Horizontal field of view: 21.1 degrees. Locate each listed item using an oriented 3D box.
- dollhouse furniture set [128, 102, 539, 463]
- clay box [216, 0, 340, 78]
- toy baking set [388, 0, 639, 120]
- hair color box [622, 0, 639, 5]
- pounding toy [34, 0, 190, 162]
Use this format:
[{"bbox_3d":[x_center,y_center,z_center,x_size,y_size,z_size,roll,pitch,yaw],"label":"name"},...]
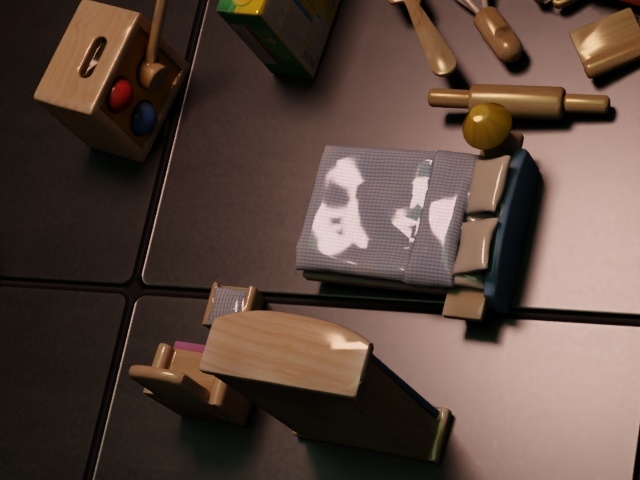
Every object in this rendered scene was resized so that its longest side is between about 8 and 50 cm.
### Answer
[{"bbox_3d":[0.000,0.000,1.440,0.286,0.198,0.303,7,71,26],"label":"dollhouse furniture set"},{"bbox_3d":[-0.017,-0.280,1.612,0.053,0.127,0.222,9,71,28],"label":"clay box"},{"bbox_3d":[0.171,-0.193,1.551,0.256,0.030,0.196,0,62,17],"label":"toy baking set"},{"bbox_3d":[0.301,-0.239,1.492,0.141,0.043,0.072,19,69,24],"label":"hair color box"},{"bbox_3d":[-0.184,-0.166,1.633,0.100,0.130,0.141,18,76,29],"label":"pounding toy"}]
